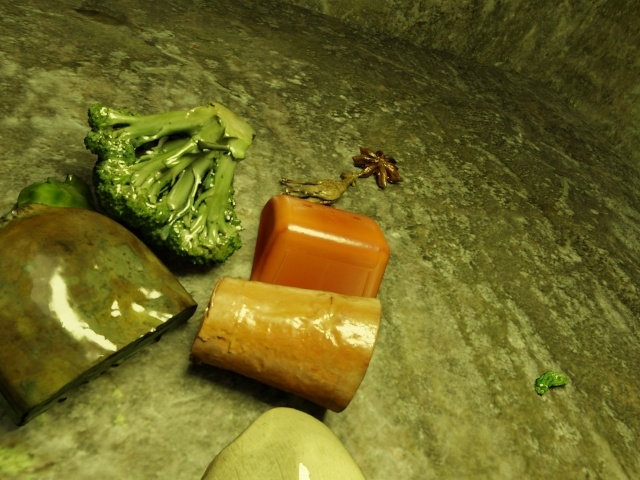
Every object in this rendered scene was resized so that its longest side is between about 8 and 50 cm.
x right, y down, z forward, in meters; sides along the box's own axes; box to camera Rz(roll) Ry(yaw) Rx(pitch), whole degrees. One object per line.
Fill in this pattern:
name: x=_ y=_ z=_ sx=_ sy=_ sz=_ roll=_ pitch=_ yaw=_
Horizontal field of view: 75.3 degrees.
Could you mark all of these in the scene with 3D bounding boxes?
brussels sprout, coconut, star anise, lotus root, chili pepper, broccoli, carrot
brussels sprout: x=-0.447 y=-0.028 z=0.707 sx=0.139 sy=0.100 sz=0.180 roll=17 pitch=35 yaw=-33
coconut: x=-0.048 y=0.311 z=0.477 sx=0.225 sy=0.224 sz=0.224 roll=13 pitch=43 yaw=-13
star anise: x=0.168 y=-0.217 z=1.215 sx=0.168 sy=0.057 sz=0.167 roll=14 pitch=42 yaw=-13
lotus root: x=-0.344 y=0.055 z=0.583 sx=0.260 sy=0.149 sz=0.267 roll=53 pitch=43 yaw=4
chili pepper: x=0.481 y=0.294 z=0.867 sx=0.091 sy=0.030 sz=0.034 roll=-5 pitch=75 yaw=-27
broccoli: x=-0.246 y=-0.114 z=0.735 sx=0.321 sy=0.284 sz=0.303 roll=24 pitch=37 yaw=-53
carrot: x=-0.055 y=0.138 z=0.653 sx=0.255 sy=0.195 sz=0.195 roll=20 pitch=42 yaw=-4

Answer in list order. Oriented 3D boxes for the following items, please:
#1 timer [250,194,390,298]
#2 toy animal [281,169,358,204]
timer: x=0.000 y=0.000 z=0.883 sx=0.258 sy=0.161 sz=0.250 roll=14 pitch=28 yaw=-12
toy animal: x=0.016 y=-0.135 z=1.048 sx=0.276 sy=0.054 sz=0.149 roll=-16 pitch=30 yaw=-34
